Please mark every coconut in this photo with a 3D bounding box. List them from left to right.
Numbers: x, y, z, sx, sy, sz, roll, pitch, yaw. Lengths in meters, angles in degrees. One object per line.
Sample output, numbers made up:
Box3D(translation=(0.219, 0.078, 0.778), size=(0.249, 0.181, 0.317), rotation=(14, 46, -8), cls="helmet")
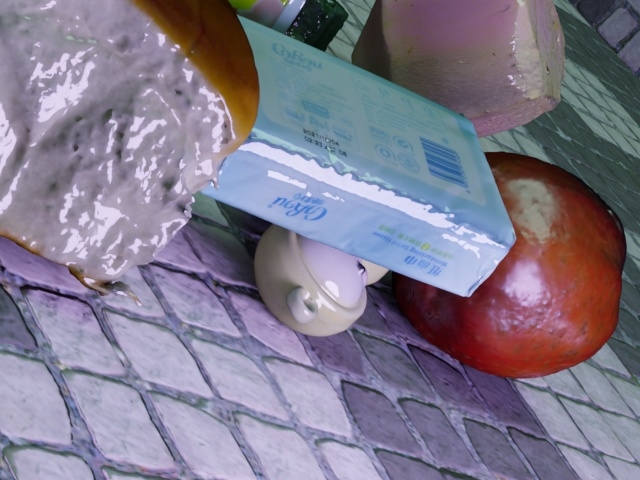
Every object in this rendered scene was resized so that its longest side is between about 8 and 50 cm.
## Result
Box3D(translation=(0.156, -0.220, 2.140), size=(0.233, 0.245, 0.233), rotation=(-10, 90, -69), cls="coconut")

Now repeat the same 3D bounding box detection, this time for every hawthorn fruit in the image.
Box3D(translation=(0.166, 0.020, 1.656), size=(0.249, 0.215, 0.215), rotation=(20, 28, -51), cls="hawthorn fruit")

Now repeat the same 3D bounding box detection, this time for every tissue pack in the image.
Box3D(translation=(0.013, -0.069, 1.437), size=(0.263, 0.089, 0.177), rotation=(19, 33, -27), cls="tissue pack")

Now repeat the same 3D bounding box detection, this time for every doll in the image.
Box3D(translation=(0.010, -0.006, 1.530), size=(0.141, 0.117, 0.296), rotation=(56, 15, -17), cls="doll")

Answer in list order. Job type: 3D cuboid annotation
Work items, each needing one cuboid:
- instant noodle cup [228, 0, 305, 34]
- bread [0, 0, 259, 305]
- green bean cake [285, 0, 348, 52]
Box3D(translation=(-0.192, -0.279, 1.553), size=(0.294, 0.294, 0.308), rotation=(27, 17, -38), cls="instant noodle cup")
Box3D(translation=(-0.183, -0.135, 1.266), size=(0.250, 0.225, 0.279), rotation=(35, 15, -29), cls="bread")
Box3D(translation=(-0.082, -0.283, 1.992), size=(0.208, 0.107, 0.193), rotation=(48, 18, 15), cls="green bean cake")
